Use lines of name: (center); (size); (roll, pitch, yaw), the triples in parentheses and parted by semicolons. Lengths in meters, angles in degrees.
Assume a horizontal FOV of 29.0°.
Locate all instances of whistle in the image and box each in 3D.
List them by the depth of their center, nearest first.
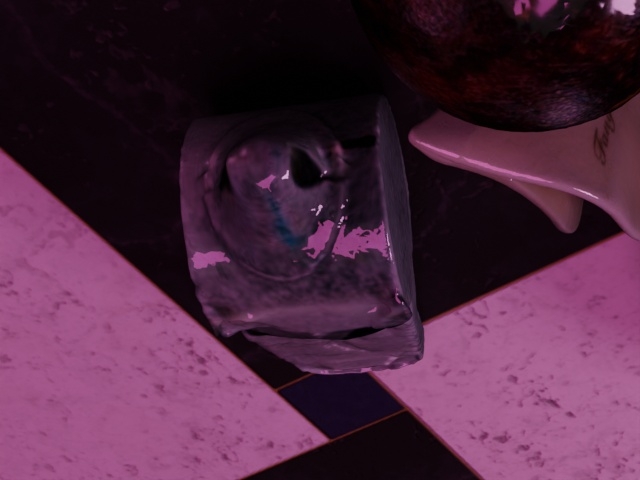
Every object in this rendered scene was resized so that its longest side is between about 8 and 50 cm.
whistle: (0.002, 0.031, 1.093); (0.168, 0.188, 0.404); (-7, 132, 11)

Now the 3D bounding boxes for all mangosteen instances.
mangosteen: (0.132, -0.212, 0.823); (0.288, 0.288, 0.288); (2, 133, 2)

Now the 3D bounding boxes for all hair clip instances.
hair clip: (0.203, -0.085, 0.997); (0.113, 0.172, 0.282); (-9, 145, 38)
